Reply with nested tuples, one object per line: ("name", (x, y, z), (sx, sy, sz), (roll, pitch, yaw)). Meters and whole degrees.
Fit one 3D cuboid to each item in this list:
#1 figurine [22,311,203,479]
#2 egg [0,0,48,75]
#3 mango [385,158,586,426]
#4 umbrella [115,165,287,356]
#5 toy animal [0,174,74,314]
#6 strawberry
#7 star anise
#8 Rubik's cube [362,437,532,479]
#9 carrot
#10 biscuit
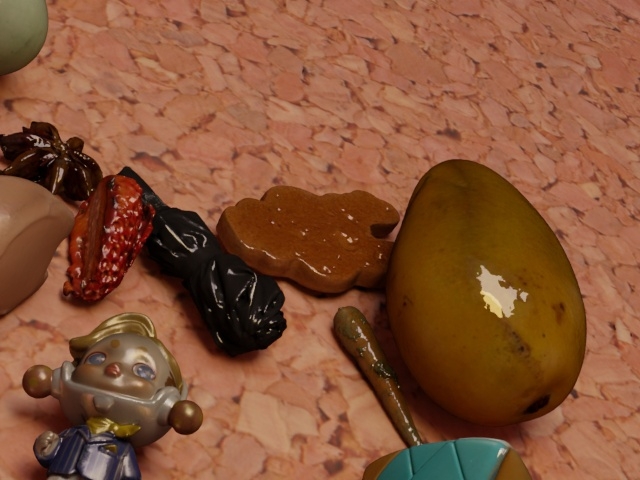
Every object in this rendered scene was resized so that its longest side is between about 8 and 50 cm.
("figurine", (-0.223, 0.210, 1.502), (0.194, 0.133, 0.274), (-4, 48, -7))
("egg", (-0.505, -0.341, 1.922), (0.283, 0.203, 0.203), (35, 35, 6))
("mango", (0.222, 0.060, 1.903), (0.300, 0.232, 0.445), (32, 32, -26))
("umbrella", (-0.167, 0.016, 1.807), (0.118, 0.118, 0.340), (-10, 46, -43))
("toy animal", (-0.437, -0.032, 1.594), (0.256, 0.195, 0.213), (28, 17, 2))
("strawberry", (-0.268, 0.005, 1.755), (0.082, 0.121, 0.188), (27, 48, -28))
("star anise", (-0.357, -0.108, 1.862), (0.168, 0.057, 0.168), (18, 37, -14))
("Rubik's cube", (0.136, 0.294, 1.573), (0.254, 0.254, 0.254), (19, 36, -15))
("carrot", (0.081, 0.185, 1.825), (0.049, 0.049, 0.254), (-2, 50, -37))
("biscuit", (0.000, 0.000, 1.993), (0.334, 0.047, 0.202), (1, 43, -38))
